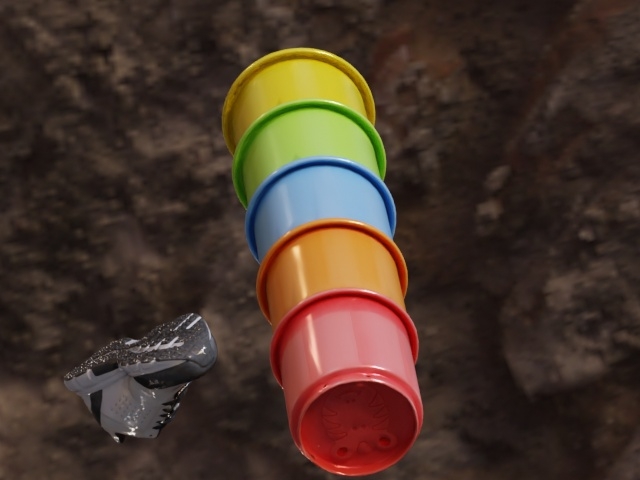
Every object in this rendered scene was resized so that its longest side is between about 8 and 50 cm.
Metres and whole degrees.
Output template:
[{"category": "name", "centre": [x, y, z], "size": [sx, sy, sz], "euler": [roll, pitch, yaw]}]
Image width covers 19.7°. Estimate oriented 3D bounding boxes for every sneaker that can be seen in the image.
[{"category": "sneaker", "centre": [-0.072, 0.062, 0.811], "size": [0.044, 0.040, 0.109], "euler": [58, -32, -7]}]

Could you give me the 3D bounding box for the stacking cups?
[{"category": "stacking cups", "centre": [0.000, 0.000, 0.984], "size": [0.316, 0.096, 0.096], "euler": [-100, -155, -61]}]
